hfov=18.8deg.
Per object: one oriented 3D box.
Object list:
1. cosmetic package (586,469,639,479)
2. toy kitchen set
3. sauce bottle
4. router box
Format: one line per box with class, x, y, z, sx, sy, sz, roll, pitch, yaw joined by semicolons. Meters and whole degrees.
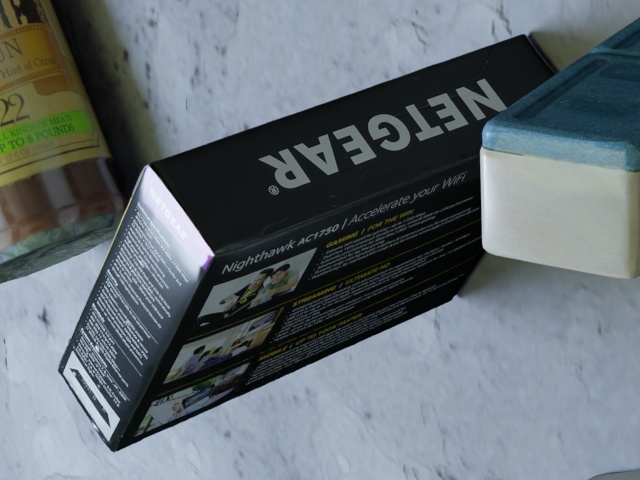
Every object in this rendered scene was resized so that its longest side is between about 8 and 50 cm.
cosmetic package;0.051;0.195;0.651;0.129;0.296;0.153;-15;96;56
toy kitchen set;0.163;-0.075;0.549;0.207;0.122;0.166;11;117;30
sauce bottle;-0.210;-0.147;1.014;0.111;0.111;0.344;-28;84;56
router box;0.000;0.000;0.729;0.046;0.179;0.133;54;143;19
